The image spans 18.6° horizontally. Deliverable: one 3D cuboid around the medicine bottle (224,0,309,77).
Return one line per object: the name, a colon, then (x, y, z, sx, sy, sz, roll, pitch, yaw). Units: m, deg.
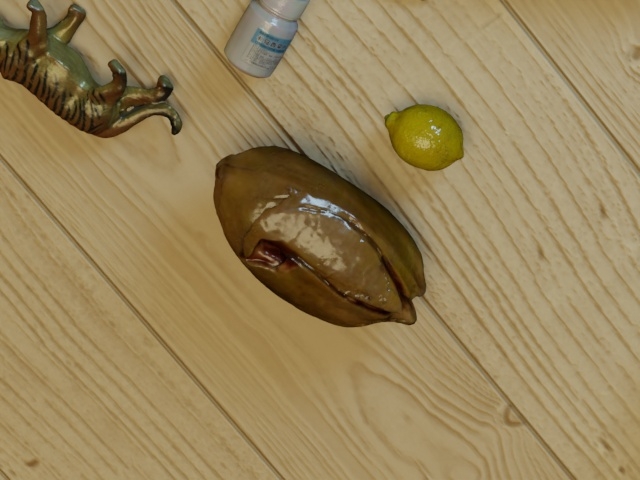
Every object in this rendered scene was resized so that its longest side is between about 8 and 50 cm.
medicine bottle: (-0.049, -0.199, 1.826, 0.052, 0.052, 0.089, 30, 114, -3)

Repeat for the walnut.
walnut: (0.000, 0.000, 1.864, 0.245, 0.137, 0.137, 35, 115, -15)

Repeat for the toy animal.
toy animal: (-0.242, -0.165, 1.881, 0.241, 0.057, 0.099, 36, 121, -7)

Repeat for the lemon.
lemon: (0.098, -0.098, 1.836, 0.083, 0.062, 0.062, 28, 115, 0)
